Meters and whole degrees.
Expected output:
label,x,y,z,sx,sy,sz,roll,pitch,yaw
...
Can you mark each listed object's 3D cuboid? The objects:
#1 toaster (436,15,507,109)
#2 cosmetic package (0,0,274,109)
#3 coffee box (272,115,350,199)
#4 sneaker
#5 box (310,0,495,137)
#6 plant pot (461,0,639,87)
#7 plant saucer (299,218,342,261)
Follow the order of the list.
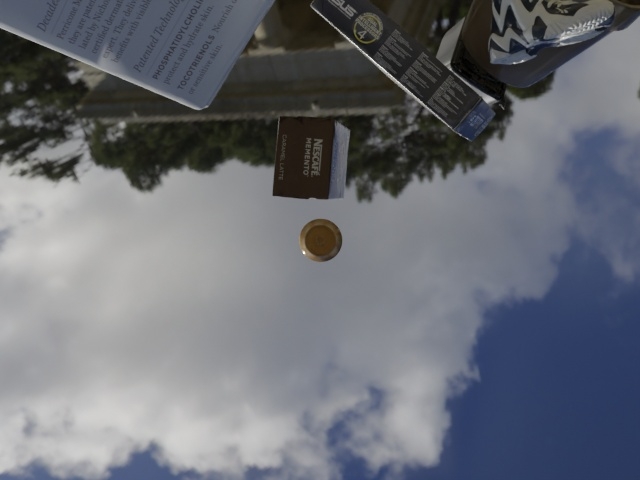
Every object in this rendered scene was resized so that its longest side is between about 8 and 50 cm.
label,x,y,z,sx,sy,sz,roll,pitch,yaw
toaster,0.370,-0.415,2.008,0.110,0.168,0.186,-25,-139,60
cosmetic package,-0.275,-0.468,1.217,0.327,0.393,0.329,-49,-147,35
coffee box,-0.011,-0.144,1.505,0.098,0.141,0.246,5,-175,8
sneaker,0.360,-0.387,1.342,0.094,0.153,0.235,-7,178,-28
box,0.183,-0.375,1.765,0.395,0.318,0.097,43,-75,11
plant pot,0.434,-0.470,1.658,0.323,0.280,0.323,20,-135,-21
plant saucer,0.000,0.000,1.592,0.083,0.084,0.015,-16,-179,4
